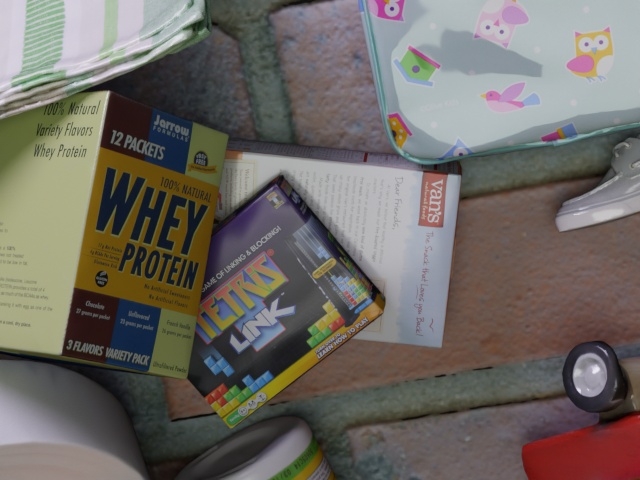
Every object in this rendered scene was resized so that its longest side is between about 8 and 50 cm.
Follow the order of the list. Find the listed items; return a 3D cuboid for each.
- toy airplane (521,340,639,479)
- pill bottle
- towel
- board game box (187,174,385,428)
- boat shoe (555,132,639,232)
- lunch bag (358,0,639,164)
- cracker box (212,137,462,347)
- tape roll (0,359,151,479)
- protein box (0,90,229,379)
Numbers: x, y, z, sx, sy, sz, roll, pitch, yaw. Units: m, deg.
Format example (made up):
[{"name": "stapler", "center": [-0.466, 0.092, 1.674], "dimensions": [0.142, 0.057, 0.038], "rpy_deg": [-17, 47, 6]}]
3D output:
[{"name": "toy airplane", "center": [0.362, 0.234, 1.230], "dimensions": [0.386, 0.384, 0.272], "rpy_deg": [5, 92, 1]}, {"name": "pill bottle", "center": [-0.019, 0.291, 1.391], "dimensions": [0.136, 0.136, 0.246], "rpy_deg": [-26, 99, 9]}, {"name": "towel", "center": [-0.245, -0.178, 1.261], "dimensions": [0.324, 0.248, 0.038], "rpy_deg": [-20, 130, 8]}, {"name": "board game box", "center": [-0.054, 0.052, 1.320], "dimensions": [0.170, 0.048, 0.141], "rpy_deg": [-39, 100, 13]}, {"name": "boat shoe", "center": [0.281, -0.061, 1.337], "dimensions": [0.184, 0.066, 0.063], "rpy_deg": [-23, 86, 10]}, {"name": "lunch bag", "center": [0.174, -0.191, 1.287], "dimensions": [0.279, 0.108, 0.224], "rpy_deg": [-11, 101, 9]}, {"name": "cracker box", "center": [0.000, 0.000, 1.363], "dimensions": [0.232, 0.067, 0.156], "rpy_deg": [7, 104, 3]}, {"name": "tape roll", "center": [-0.281, 0.236, 1.341], "dimensions": [0.286, 0.100, 0.286], "rpy_deg": [-13, 133, -14]}, {"name": "protein box", "center": [-0.203, -0.004, 1.267], "dimensions": [0.199, 0.136, 0.201], "rpy_deg": [3, 80, 41]}]
